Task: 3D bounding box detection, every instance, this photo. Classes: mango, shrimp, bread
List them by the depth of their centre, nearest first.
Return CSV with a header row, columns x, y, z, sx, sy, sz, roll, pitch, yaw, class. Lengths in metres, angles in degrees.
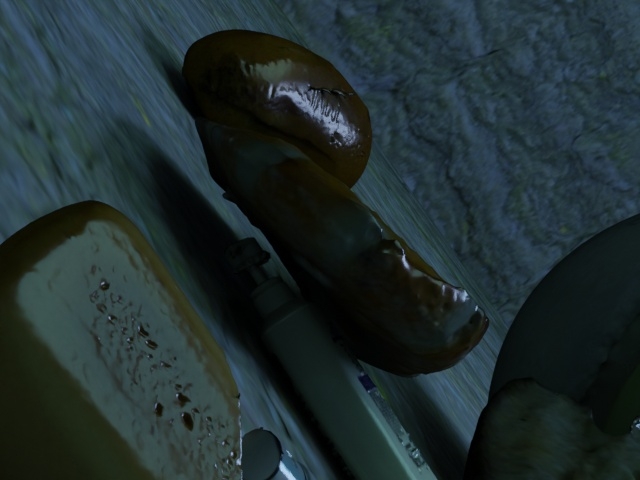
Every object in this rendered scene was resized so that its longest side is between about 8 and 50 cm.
x,y,z,sx,sy,sz,roll,pitch,yaw,class
-0.042,0.045,0.375,0.103,0.049,0.062,56,39,-11,bread
0.000,0.000,0.879,0.164,0.062,0.317,46,-3,-1,shrimp
-0.027,-0.087,1.116,0.105,0.084,0.159,53,3,37,mango

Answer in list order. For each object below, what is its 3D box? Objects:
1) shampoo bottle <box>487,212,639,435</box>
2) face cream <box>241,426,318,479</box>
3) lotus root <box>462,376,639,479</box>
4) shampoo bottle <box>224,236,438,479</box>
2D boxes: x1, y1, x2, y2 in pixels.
x,y,z,sx,sy,sz,roll,pitch,yaw,class
0.265,0.129,1.136,0.322,0.322,0.317,54,-4,-20,shampoo bottle
0.006,0.107,0.607,0.115,0.020,0.038,56,4,-34,face cream
0.149,0.191,0.838,0.210,0.142,0.314,19,15,-3,lotus root
0.002,0.058,0.780,0.141,0.034,0.049,56,12,9,shampoo bottle
